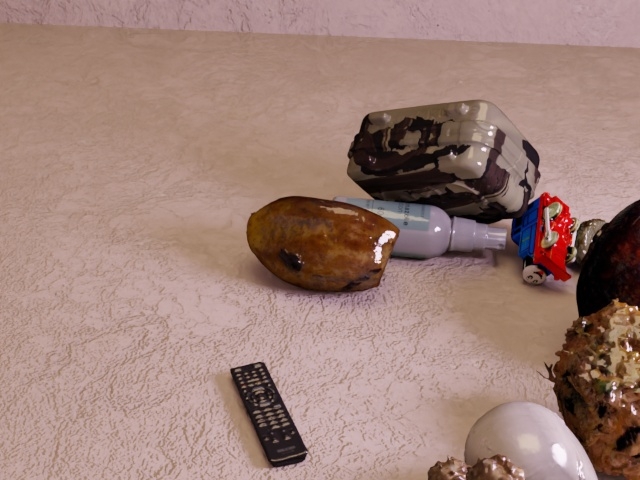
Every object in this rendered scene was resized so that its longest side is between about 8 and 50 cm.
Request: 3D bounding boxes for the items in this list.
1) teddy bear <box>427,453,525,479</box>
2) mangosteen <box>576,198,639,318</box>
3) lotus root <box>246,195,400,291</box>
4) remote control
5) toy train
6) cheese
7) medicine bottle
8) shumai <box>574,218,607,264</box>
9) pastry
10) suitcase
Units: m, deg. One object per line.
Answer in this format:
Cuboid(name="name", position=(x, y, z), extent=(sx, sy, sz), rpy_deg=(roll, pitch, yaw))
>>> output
Cuboid(name="teddy bear", position=(0.074, 0.354, 1.221), extent=(0.222, 0.246, 0.296), rpy_deg=(32, 66, -7))
Cuboid(name="mangosteen", position=(0.581, 0.083, 1.699), extent=(0.330, 0.330, 0.330), rpy_deg=(3, 27, -1))
Cuboid(name="lotus root", position=(-0.002, 0.009, 1.942), extent=(0.291, 0.193, 0.193), rpy_deg=(13, 29, 12))
Cuboid(name="remote control", position=(-0.083, 0.262, 1.581), extent=(0.063, 0.025, 0.245), rpy_deg=(-7, 29, -17))
Cuboid(name="toy train", position=(0.444, 0.003, 2.043), extent=(0.083, 0.131, 0.204), rpy_deg=(39, 41, -18))
Cuboid(name="cheese", position=(0.279, 0.307, 1.382), extent=(0.154, 0.189, 0.198), rpy_deg=(-28, 25, 9))
Cuboid(name="medicine bottle", position=(0.194, -0.019, 2.065), extent=(0.352, 0.110, 0.110), rpy_deg=(5, 27, 5))
Cuboid(name="shumai", position=(0.529, 0.004, 2.091), extent=(0.087, 0.099, 0.124), rpy_deg=(3, 11, 41))
Cuboid(name="pastry", position=(0.454, 0.211, 1.480), extent=(0.275, 0.275, 0.193), rpy_deg=(23, -8, 34))
Cuboid(name="suitcase", position=(0.266, -0.149, 2.116), extent=(0.352, 0.194, 0.339), rpy_deg=(-1, -25, 40))
